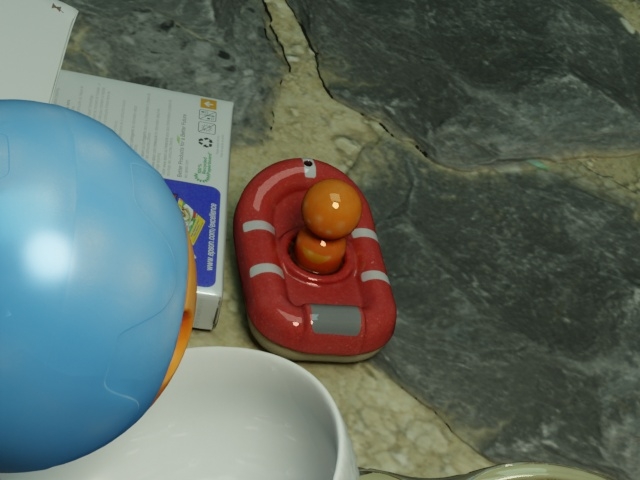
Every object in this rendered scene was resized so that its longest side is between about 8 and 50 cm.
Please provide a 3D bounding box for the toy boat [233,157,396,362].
[{"bbox_3d":[0.000,0.000,1.725,0.151,0.151,0.231,3,44,-17],"label":"toy boat"}]

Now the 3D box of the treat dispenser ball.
[{"bbox_3d":[-0.238,0.035,1.357,0.288,0.288,0.288,10,42,-10],"label":"treat dispenser ball"}]

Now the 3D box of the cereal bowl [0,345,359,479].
[{"bbox_3d":[-0.122,0.245,1.385,0.339,0.141,0.339,-13,35,9],"label":"cereal bowl"}]

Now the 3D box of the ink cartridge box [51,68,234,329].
[{"bbox_3d":[-0.245,-0.055,1.762,0.307,0.072,0.304,9,44,-8],"label":"ink cartridge box"}]

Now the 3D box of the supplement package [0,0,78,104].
[{"bbox_3d":[-0.358,-0.130,1.607,0.204,0.145,0.262,22,37,-15],"label":"supplement package"}]

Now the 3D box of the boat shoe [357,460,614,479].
[{"bbox_3d":[0.119,0.272,1.517,0.324,0.123,0.120,-1,50,-9],"label":"boat shoe"}]
